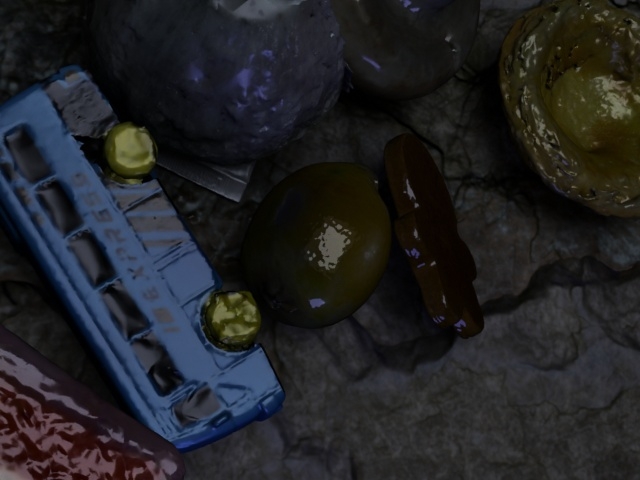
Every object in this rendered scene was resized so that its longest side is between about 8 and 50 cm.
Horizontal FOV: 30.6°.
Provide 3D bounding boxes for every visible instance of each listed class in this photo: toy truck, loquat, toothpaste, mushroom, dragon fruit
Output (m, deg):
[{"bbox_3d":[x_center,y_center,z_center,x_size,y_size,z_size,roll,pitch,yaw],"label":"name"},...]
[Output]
[{"bbox_3d":[-0.185,0.029,1.133,0.162,0.161,0.385,-32,89,-15],"label":"toy truck"},{"bbox_3d":[0.000,0.000,1.211,0.152,0.152,0.195,38,61,-8],"label":"loquat"},{"bbox_3d":[-0.087,-0.189,1.287,0.099,0.068,0.282,18,73,13],"label":"toothpaste"},{"bbox_3d":[0.103,-0.279,1.281,0.243,0.243,0.243,6,73,-20],"label":"mushroom"},{"bbox_3d":[-0.125,-0.214,1.154,0.204,0.221,0.283,-38,81,-13],"label":"dragon fruit"}]

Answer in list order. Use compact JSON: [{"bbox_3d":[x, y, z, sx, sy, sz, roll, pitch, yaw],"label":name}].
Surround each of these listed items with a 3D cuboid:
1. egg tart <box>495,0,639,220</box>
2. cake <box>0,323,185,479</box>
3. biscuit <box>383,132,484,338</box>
[{"bbox_3d":[0.324,-0.152,1.403,0.288,0.118,0.288,7,70,-21],"label":"egg tart"},{"bbox_3d":[-0.298,0.205,0.989,0.309,0.230,0.237,36,67,-9],"label":"cake"},{"bbox_3d":[0.120,-0.007,1.278,0.180,0.039,0.236,28,45,-56],"label":"biscuit"}]
